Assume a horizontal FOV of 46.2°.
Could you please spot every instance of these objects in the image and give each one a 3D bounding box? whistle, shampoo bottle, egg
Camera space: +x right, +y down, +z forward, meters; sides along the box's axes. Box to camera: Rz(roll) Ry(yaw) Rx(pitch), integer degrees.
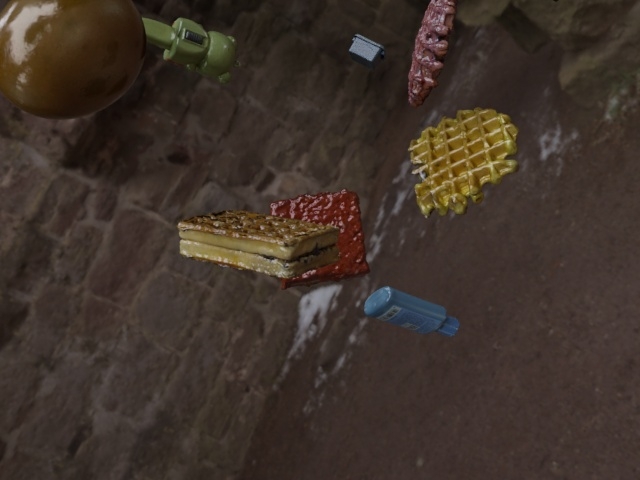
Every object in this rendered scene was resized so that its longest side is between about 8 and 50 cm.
[{"bbox_3d":[-0.327,-0.484,1.868,0.106,0.288,0.131,-16,63,59],"label":"whistle"},{"bbox_3d":[0.238,0.185,1.869,0.104,0.258,0.061,-41,40,39],"label":"shampoo bottle"},{"bbox_3d":[-0.521,-0.401,1.561,0.282,0.283,0.351,-49,9,52],"label":"egg"}]

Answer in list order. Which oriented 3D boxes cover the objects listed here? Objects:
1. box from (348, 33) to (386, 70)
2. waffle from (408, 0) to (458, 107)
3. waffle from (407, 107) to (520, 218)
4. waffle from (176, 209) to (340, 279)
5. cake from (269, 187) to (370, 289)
[{"bbox_3d":[0.126,-0.512,2.052,0.054,0.099,0.074,-58,-16,-8],"label":"box"},{"bbox_3d":[0.223,-0.396,1.508,0.234,0.055,0.221,120,162,-67],"label":"waffle"},{"bbox_3d":[0.276,-0.167,1.545,0.283,0.065,0.309,-53,31,-12],"label":"waffle"},{"bbox_3d":[-0.136,0.001,1.634,0.213,0.308,0.091,-17,-68,-56],"label":"waffle"},{"bbox_3d":[0.000,0.000,2.282,0.319,0.269,0.270,50,-147,-88],"label":"cake"}]
